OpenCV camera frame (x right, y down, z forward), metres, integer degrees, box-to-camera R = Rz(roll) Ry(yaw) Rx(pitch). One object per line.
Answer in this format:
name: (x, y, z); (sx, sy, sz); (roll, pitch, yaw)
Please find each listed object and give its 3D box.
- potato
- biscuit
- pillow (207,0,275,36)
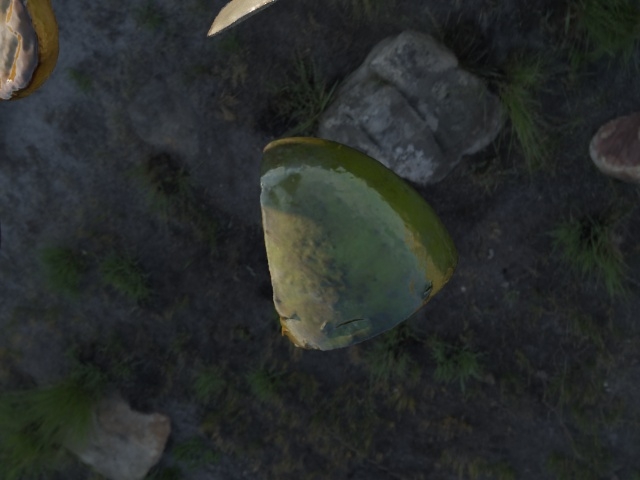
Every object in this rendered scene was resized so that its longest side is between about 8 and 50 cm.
potato: (0.000, 0.000, 0.899); (0.269, 0.112, 0.255); (-26, 116, 19)
biscuit: (-0.508, -0.341, 1.145); (0.213, 0.091, 0.274); (28, 129, 5)
pillow: (-0.129, -0.467, 1.408); (0.232, 0.131, 0.038); (-21, 128, 30)
